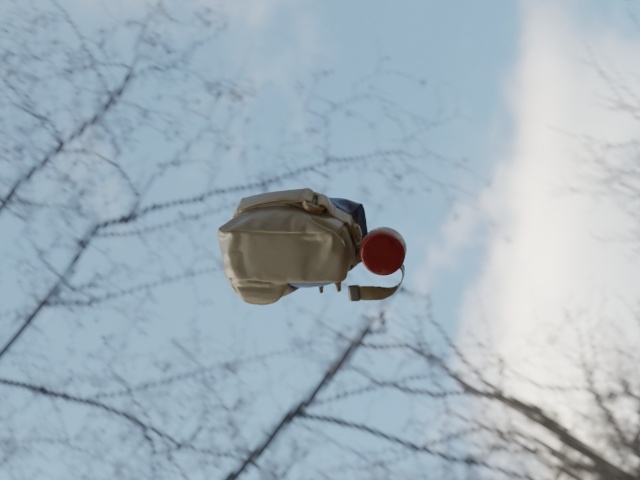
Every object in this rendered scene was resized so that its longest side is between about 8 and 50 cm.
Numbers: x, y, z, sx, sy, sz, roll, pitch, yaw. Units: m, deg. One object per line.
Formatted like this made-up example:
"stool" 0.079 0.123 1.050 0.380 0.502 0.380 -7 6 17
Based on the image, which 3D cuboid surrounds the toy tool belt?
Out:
"toy tool belt" 0.000 0.000 0.742 0.051 0.083 0.052 -49 -46 -70
